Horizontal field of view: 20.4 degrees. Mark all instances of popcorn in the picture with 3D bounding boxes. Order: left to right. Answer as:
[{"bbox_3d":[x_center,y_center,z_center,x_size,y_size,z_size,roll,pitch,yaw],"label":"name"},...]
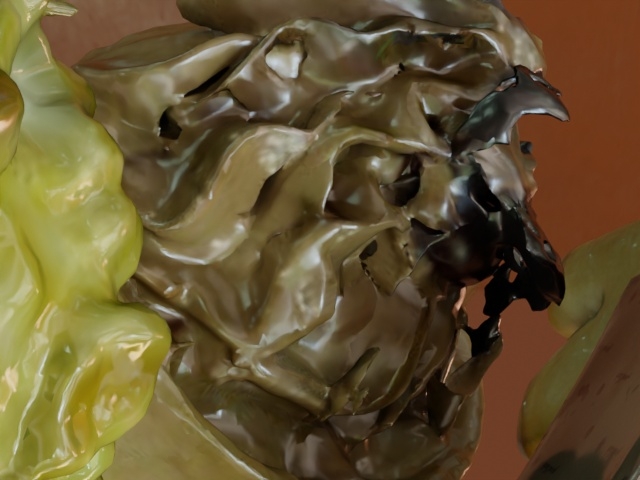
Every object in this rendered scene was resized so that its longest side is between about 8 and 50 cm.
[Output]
[{"bbox_3d":[-0.205,0.038,0.680,0.312,0.312,0.312,-2,67,4],"label":"popcorn"}]

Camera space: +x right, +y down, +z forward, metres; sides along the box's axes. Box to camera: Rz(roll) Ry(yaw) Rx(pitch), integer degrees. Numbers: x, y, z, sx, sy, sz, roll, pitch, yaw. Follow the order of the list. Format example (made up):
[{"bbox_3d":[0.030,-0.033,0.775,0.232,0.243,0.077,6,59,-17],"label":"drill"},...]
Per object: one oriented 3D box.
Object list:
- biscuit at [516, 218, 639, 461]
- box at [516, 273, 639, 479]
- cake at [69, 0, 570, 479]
[{"bbox_3d":[0.286,0.085,1.655,0.062,0.291,0.236,24,68,-21],"label":"biscuit"},{"bbox_3d":[0.197,0.167,0.913,0.190,0.225,0.297,36,72,-4],"label":"box"},{"bbox_3d":[-0.004,0.003,0.998,0.321,0.332,0.332,-38,63,32],"label":"cake"}]
